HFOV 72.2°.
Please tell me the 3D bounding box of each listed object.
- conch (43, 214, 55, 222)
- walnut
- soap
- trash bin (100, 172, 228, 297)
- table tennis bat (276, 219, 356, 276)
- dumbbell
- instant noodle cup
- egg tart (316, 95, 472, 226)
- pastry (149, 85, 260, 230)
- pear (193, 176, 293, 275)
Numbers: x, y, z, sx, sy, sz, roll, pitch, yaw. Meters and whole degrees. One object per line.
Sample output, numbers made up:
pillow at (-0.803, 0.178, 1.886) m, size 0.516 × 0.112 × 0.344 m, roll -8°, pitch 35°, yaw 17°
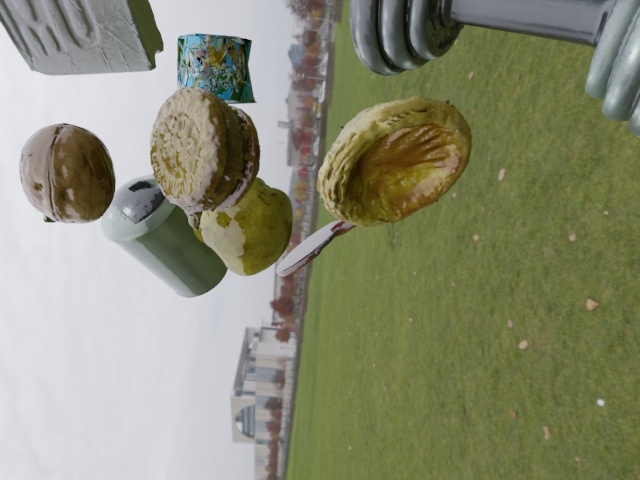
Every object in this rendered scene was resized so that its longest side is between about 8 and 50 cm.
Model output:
conch at (-1.146, -0.170, 1.894) m, size 0.155 × 0.130 × 0.207 m, roll 23°, pitch -125°, yaw -62°
walnut at (-0.500, -0.128, 0.875) m, size 0.167 × 0.167 × 0.207 m, roll -88°, pitch 10°, yaw -59°
soap at (-0.781, -0.737, 1.433) m, size 0.350 × 0.435 × 0.212 m, roll 91°, pitch 178°, yaw -48°
trash bin at (-0.513, -0.019, 1.475) m, size 0.432 × 0.280 × 0.280 m, roll 63°, pitch -156°, yaw -47°
table tennis bat at (0.000, 0.000, 1.507) m, size 0.415 × 0.051 × 0.268 m, roll -33°, pitch 12°, yaw 33°
dumbbell at (0.202, -0.224, 0.432) m, size 0.179 × 0.406 × 0.179 m, roll -40°, pitch -36°, yaw -38°
instant noodle cup at (-0.295, -0.469, 1.221) m, size 0.240 × 0.240 × 0.178 m, roll -90°, pitch 0°, yaw -72°
egg tart at (0.161, -0.191, 1.035) m, size 0.387 × 0.388 × 0.169 m, roll 99°, pitch 155°, yaw -54°
pastry at (-0.243, -0.174, 0.864) m, size 0.132 × 0.235 × 0.240 m, roll 10°, pitch -124°, yaw -57°
pear at (-0.223, -0.054, 1.359) m, size 0.304 × 0.304 × 0.303 m, roll -174°, pitch 90°, yaw -88°
